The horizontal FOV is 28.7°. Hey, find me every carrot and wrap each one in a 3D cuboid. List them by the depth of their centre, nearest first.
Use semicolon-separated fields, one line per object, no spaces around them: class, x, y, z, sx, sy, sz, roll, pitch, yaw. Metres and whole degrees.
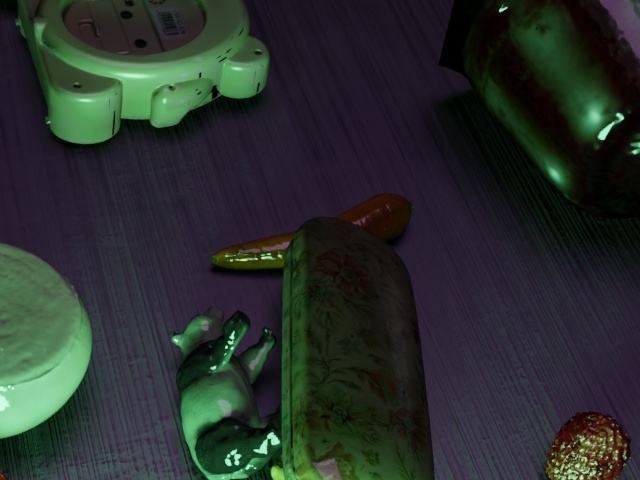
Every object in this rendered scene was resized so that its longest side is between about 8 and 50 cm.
carrot;0.000;0.000;1.545;0.271;0.062;0.066;-21;88;-19

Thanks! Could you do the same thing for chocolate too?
chocolate;0.378;-0.194;1.603;0.383;0.384;0.331;-9;65;-16

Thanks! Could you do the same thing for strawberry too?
strawberry;0.291;0.233;1.376;0.096;0.083;0.083;-43;63;-3

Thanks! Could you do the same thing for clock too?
clock;-0.243;-0.274;1.710;0.309;0.114;0.284;-10;50;-19

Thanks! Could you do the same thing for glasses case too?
glasses case;0.036;0.134;1.348;0.156;0.098;0.425;21;37;-19

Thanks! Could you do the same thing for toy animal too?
toy animal;-0.100;0.160;1.363;0.121;0.094;0.225;-31;55;15

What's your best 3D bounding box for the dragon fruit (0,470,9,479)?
dragon fruit;-0.380;0.279;1.200;0.166;0.160;0.172;45;67;-16

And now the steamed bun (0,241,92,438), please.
steamed bun;-0.364;0.117;1.331;0.231;0.145;0.232;12;43;-12

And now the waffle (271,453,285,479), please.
waffle;0.020;0.280;1.313;0.160;0.046;0.192;12;53;-10
